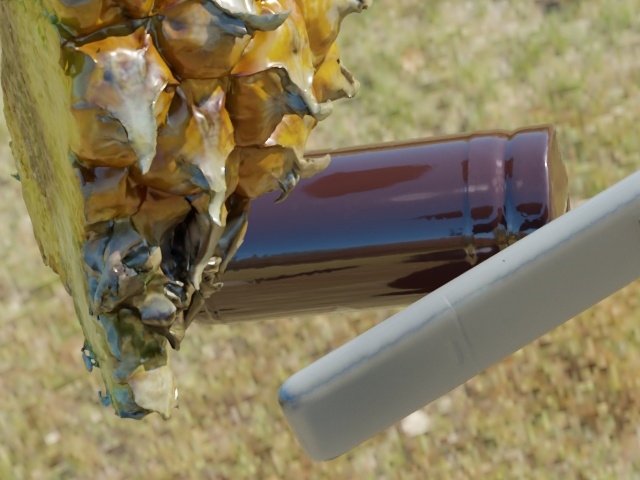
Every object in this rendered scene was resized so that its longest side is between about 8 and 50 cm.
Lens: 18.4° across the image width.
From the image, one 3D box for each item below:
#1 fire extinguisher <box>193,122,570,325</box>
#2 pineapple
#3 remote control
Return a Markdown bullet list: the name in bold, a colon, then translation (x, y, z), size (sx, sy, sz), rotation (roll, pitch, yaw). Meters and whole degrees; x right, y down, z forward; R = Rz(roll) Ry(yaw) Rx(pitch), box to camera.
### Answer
- **fire extinguisher**: translation (0.000, 0.000, 1.337), size (0.337, 0.135, 0.114), rotation (-5, 53, 14)
- **pineapple**: translation (-0.041, -0.027, 0.754), size (0.140, 0.250, 0.164), rotation (-13, 66, -15)
- **remote control**: translation (0.096, 0.030, 1.030), size (0.261, 0.067, 0.029), rotation (-30, 49, -5)
